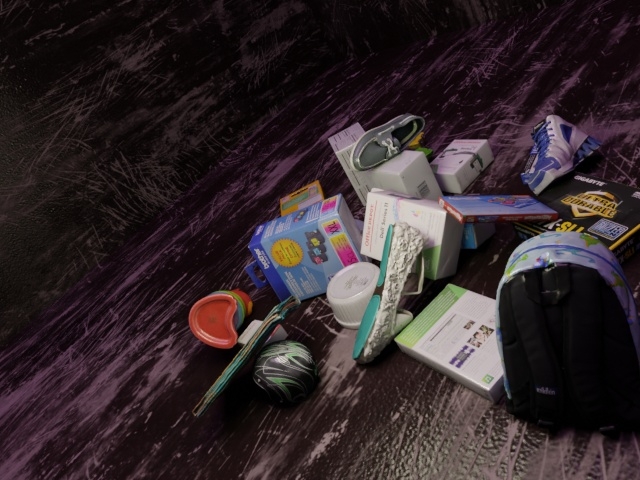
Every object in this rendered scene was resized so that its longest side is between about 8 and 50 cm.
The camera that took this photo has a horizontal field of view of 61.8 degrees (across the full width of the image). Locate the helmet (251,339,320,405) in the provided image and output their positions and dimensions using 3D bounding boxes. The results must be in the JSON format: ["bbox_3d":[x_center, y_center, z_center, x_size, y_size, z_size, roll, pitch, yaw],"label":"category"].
[{"bbox_3d":[-0.097,0.352,1.469,0.169,0.161,0.169,-23,29,14],"label":"helmet"}]

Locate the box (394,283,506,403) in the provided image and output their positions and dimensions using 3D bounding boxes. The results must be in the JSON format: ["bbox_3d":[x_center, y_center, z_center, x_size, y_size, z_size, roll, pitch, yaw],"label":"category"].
[{"bbox_3d":[0.369,0.238,1.321,0.232,0.058,0.322,-41,31,-18],"label":"box"}]

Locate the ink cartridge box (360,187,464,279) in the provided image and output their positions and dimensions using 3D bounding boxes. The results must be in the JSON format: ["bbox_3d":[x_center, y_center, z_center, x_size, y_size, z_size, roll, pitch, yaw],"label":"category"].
[{"bbox_3d":[0.244,-0.032,1.622,0.119,0.207,0.354,-10,21,-44],"label":"ink cartridge box"}]

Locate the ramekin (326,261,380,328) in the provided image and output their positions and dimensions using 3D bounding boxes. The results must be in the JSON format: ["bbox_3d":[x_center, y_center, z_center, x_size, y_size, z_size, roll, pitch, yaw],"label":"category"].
[{"bbox_3d":[0.117,0.159,1.632,0.207,0.109,0.207,-23,29,14],"label":"ramekin"}]

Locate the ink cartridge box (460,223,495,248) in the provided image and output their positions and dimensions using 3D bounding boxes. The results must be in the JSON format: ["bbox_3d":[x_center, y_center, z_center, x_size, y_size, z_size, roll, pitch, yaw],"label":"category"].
[{"bbox_3d":[0.416,-0.033,1.646,0.191,0.082,0.140,1,22,42],"label":"ink cartridge box"}]

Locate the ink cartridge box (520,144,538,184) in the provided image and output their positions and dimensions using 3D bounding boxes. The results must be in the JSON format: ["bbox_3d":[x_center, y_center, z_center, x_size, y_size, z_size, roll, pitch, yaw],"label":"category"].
[{"bbox_3d":[0.745,-0.267,1.779,0.097,0.046,0.207,-1,40,41],"label":"ink cartridge box"}]

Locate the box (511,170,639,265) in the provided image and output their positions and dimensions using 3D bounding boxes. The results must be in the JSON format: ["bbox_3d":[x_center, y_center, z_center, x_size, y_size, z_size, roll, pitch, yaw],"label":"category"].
[{"bbox_3d":[0.719,-0.057,1.435,0.257,0.079,0.322,-37,29,-7],"label":"box"}]

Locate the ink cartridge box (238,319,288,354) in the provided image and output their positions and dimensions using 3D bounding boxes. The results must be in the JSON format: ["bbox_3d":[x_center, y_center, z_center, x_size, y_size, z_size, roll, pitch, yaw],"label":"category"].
[{"bbox_3d":[-0.187,0.316,1.725,0.135,0.056,0.099,1,43,46],"label":"ink cartridge box"}]

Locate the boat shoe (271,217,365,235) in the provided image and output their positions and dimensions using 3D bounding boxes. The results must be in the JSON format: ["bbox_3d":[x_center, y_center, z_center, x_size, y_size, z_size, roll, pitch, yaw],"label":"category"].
[{"bbox_3d":[-0.001,0.004,1.979,0.367,0.156,0.136,-1,24,-5],"label":"boat shoe"}]

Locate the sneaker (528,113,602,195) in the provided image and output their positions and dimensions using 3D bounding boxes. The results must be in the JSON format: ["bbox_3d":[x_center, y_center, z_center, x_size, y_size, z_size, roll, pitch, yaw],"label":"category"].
[{"bbox_3d":[0.704,-0.276,1.640,0.316,0.182,0.127,-34,-15,-30],"label":"sneaker"}]

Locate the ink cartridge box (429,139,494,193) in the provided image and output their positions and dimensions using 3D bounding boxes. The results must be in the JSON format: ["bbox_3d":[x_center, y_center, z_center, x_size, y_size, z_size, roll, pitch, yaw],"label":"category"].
[{"bbox_3d":[0.507,-0.277,1.974,0.219,0.092,0.160,-44,31,-22],"label":"ink cartridge box"}]

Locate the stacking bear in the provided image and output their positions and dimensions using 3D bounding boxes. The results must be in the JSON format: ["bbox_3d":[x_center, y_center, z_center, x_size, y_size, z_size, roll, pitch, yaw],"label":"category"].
[{"bbox_3d":[-0.318,0.241,1.822,0.164,0.175,0.289,2,5,9],"label":"stacking bear"}]

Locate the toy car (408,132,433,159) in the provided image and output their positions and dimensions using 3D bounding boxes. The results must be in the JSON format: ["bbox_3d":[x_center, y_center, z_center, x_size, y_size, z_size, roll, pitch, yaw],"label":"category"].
[{"bbox_3d":[0.399,-0.366,2.263,0.239,0.053,0.225,-38,29,-12],"label":"toy car"}]

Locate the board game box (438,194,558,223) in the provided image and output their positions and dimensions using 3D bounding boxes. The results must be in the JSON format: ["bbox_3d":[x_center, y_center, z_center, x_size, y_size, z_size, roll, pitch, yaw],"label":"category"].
[{"bbox_3d":[0.480,-0.087,1.455,0.281,0.027,0.145,-2,26,-13],"label":"board game box"}]

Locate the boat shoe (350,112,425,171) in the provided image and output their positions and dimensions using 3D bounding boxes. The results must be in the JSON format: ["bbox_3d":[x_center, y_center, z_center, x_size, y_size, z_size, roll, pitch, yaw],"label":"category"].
[{"bbox_3d":[0.234,-0.342,1.842,0.319,0.116,0.099,-38,24,-24],"label":"boat shoe"}]

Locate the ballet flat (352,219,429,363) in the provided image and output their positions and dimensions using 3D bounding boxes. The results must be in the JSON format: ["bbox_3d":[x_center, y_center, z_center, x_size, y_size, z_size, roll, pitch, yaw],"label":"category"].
[{"bbox_3d":[0.203,0.149,1.448,0.147,0.147,0.408,12,84,52],"label":"ballet flat"}]

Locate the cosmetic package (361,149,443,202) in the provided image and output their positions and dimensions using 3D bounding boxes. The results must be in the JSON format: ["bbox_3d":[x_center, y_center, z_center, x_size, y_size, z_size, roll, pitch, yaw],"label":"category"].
[{"bbox_3d":[0.293,-0.197,1.911,0.138,0.224,0.225,-42,30,-19],"label":"cosmetic package"}]

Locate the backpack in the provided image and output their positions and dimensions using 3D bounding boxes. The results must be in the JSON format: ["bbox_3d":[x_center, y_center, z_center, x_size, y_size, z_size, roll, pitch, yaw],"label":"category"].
[{"bbox_3d":[0.471,0.160,1.030,0.290,0.355,0.273,-8,35,37],"label":"backpack"}]

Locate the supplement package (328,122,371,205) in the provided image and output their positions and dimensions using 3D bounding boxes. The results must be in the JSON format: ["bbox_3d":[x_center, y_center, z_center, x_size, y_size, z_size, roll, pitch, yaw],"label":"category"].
[{"bbox_3d":[0.165,-0.313,2.180,0.145,0.261,0.204,-28,28,6],"label":"supplement package"}]

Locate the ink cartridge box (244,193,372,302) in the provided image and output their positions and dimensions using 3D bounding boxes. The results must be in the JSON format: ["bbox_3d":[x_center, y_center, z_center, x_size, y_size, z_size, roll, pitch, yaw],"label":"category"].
[{"bbox_3d":[-0.055,0.048,1.805,0.396,0.270,0.151,-20,25,20],"label":"ink cartridge box"}]

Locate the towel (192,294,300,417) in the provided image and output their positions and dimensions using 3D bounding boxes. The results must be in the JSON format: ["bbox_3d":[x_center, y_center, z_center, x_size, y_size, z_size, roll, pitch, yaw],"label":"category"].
[{"bbox_3d":[-0.199,0.319,1.515,0.370,0.040,0.271,-52,-5,7],"label":"towel"}]

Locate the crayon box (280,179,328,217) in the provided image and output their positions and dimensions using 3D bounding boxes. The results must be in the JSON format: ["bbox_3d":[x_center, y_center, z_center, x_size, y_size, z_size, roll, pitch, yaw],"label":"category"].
[{"bbox_3d":[-0.062,-0.122,2.283,0.203,0.083,0.323,-27,29,8],"label":"crayon box"}]
